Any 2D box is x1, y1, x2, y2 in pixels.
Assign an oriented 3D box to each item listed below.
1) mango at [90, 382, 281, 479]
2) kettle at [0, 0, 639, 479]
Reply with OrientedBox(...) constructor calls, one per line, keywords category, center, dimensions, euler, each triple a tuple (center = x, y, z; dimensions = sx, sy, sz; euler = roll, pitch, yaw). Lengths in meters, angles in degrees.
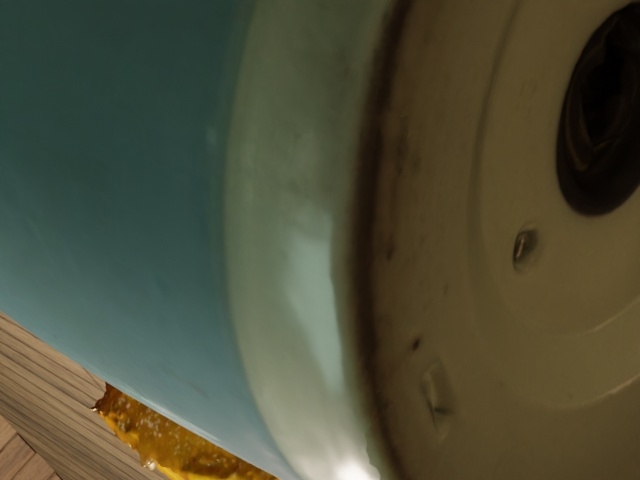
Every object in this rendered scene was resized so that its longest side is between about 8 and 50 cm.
OrientedBox(category="mango", center=(-0.027, 0.088, 1.168), dimensions=(0.350, 0.199, 0.201), euler=(0, 111, 64))
OrientedBox(category="kettle", center=(-0.016, -0.078, 0.602), dimensions=(0.342, 0.247, 0.319), euler=(20, -165, 38))
